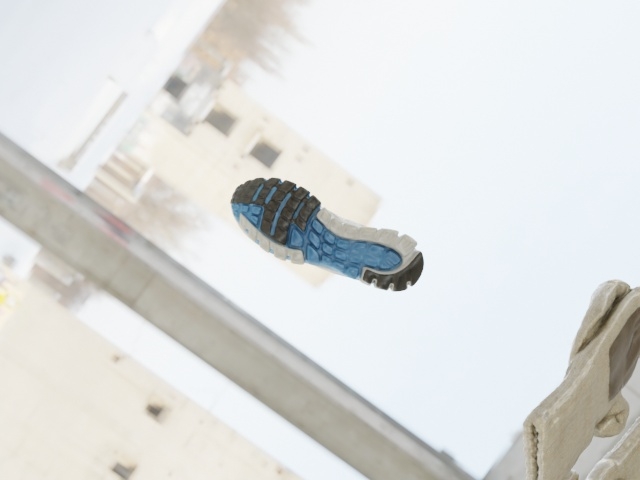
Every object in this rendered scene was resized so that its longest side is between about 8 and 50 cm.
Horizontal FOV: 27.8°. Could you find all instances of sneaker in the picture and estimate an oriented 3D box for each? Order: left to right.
[{"bbox_3d":[0.000,0.000,1.229,0.071,0.190,0.083,-66,-172,-6],"label":"sneaker"}]

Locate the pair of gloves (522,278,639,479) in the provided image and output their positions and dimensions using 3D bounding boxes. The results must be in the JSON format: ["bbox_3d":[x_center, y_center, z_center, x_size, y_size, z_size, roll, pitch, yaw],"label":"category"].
[{"bbox_3d":[0.194,0.147,0.930,0.204,0.042,0.240,-47,140,-37],"label":"pair of gloves"}]
